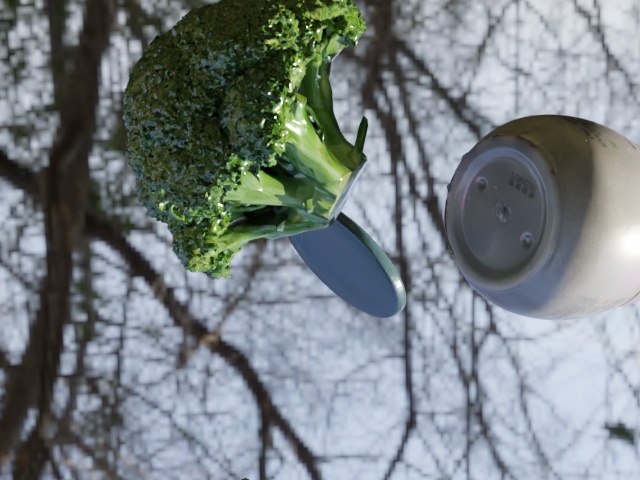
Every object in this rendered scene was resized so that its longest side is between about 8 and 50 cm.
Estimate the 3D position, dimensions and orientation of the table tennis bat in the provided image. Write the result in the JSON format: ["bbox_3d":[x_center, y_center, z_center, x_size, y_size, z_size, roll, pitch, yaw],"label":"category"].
[{"bbox_3d":[0.000,0.000,2.325,0.329,0.215,0.044,39,-113,14],"label":"table tennis bat"}]

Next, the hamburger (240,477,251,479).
[{"bbox_3d":[-0.117,0.466,2.038,0.274,0.274,0.212,7,-173,29],"label":"hamburger"}]

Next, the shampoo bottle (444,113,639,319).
[{"bbox_3d":[0.326,-0.030,2.036,0.266,0.273,0.273,2,-171,-42],"label":"shampoo bottle"}]

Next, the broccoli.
[{"bbox_3d":[-0.096,-0.145,1.883,0.310,0.413,0.321,39,-166,37],"label":"broccoli"}]
